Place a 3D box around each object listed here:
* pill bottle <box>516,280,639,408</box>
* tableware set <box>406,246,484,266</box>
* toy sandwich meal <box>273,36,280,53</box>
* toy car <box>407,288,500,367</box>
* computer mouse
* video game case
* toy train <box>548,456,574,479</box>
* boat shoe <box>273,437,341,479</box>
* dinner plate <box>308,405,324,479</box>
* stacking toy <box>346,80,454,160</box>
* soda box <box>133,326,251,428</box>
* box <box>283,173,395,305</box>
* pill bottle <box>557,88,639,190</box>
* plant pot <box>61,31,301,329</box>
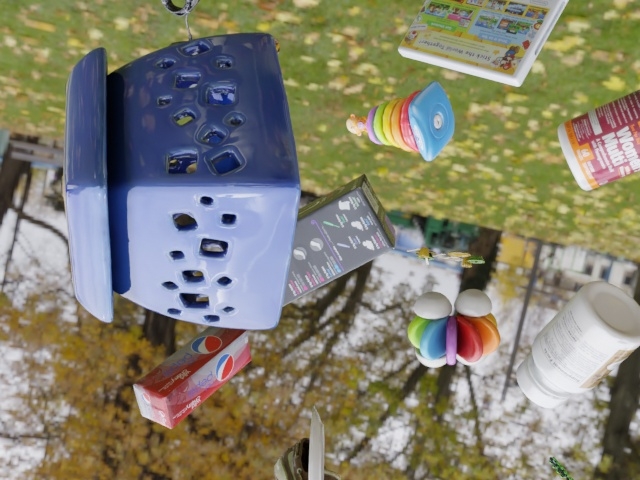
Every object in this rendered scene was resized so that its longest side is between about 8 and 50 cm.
[{"bbox_3d":[0.440,0.186,1.495,0.131,0.229,0.131,16,-137,-16],"label":"pill bottle"},{"bbox_3d":[0.270,0.038,1.865,0.154,0.024,0.104,11,168,-29],"label":"tableware set"},{"bbox_3d":[-0.131,-0.443,2.016,0.086,0.029,0.085,-7,-146,5],"label":"toy sandwich meal"},{"bbox_3d":[0.267,0.190,1.727,0.182,0.159,0.136,-3,-155,0],"label":"toy car"},{"bbox_3d":[-0.174,-0.262,1.149,0.071,0.041,0.242,9,148,3],"label":"computer mouse"},{"bbox_3d":[0.260,-0.355,1.359,0.227,0.206,0.026,25,172,37],"label":"video game case"},{"bbox_3d":[0.524,0.501,1.879,0.024,0.017,0.083,15,-149,-50],"label":"toy train"},{"bbox_3d":[-0.009,0.421,1.455,0.095,0.095,0.257,31,-169,-31],"label":"boat shoe"},{"bbox_3d":[-0.005,0.296,1.184,0.017,0.141,0.141,0,-174,2],"label":"dinner plate"},{"bbox_3d":[0.186,-0.313,2.320,0.302,0.175,0.166,5,-141,39],"label":"stacking toy"},{"bbox_3d":[-0.260,0.273,1.813,0.092,0.083,0.263,15,-145,32],"label":"soda box"},{"bbox_3d":[0.000,0.000,1.741,0.270,0.143,0.165,-28,-172,11],"label":"box"},{"bbox_3d":[0.503,-0.173,1.386,0.221,0.121,0.121,-23,171,23],"label":"pill bottle"},{"bbox_3d":[-0.148,-0.056,0.889,0.212,0.236,0.236,-2,-130,-13],"label":"plant pot"}]
